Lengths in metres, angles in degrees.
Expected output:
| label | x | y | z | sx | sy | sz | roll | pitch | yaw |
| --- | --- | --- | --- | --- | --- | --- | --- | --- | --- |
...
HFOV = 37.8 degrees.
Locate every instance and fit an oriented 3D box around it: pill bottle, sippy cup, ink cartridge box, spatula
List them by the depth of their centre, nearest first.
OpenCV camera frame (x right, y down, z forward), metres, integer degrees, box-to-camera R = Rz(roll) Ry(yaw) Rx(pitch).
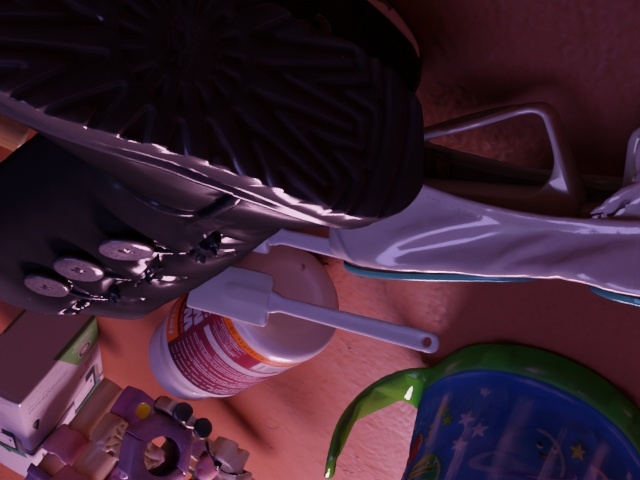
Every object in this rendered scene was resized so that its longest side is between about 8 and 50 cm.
| label | x | y | z | sx | sy | sz | roll | pitch | yaw |
| --- | --- | --- | --- | --- | --- | --- | --- | --- | --- |
| spatula | 0.000 | 0.000 | 0.799 | 0.242 | 0.168 | 0.019 | 11 | 177 | 25 |
| sippy cup | 0.164 | 0.252 | 0.851 | 0.305 | 0.224 | 0.240 | -6 | 126 | 41 |
| pill bottle | -0.087 | 0.091 | 0.952 | 0.121 | 0.121 | 0.221 | 44 | 141 | -11 |
| ink cartridge box | -0.372 | 0.198 | 1.246 | 0.092 | 0.160 | 0.219 | 25 | 142 | 14 |

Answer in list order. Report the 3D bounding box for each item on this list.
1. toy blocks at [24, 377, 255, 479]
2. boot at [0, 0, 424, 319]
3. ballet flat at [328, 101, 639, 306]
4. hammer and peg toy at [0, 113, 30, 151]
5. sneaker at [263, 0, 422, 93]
| label | x | y | z | sx | sy | sz | roll | pitch | yaw |
| --- | --- | --- | --- | --- | --- | --- | --- | --- | --- |
| toy blocks | -0.210 | 0.355 | 1.132 | 0.288 | 0.260 | 0.309 | 45 | 157 | -22 |
| boot | -0.198 | -0.068 | 0.679 | 0.367 | 0.146 | 0.445 | 30 | 156 | -25 |
| ballet flat | 0.181 | -0.027 | 0.634 | 0.400 | 0.139 | 0.139 | 6 | 133 | 28 |
| hammer and peg toy | -0.442 | 0.022 | 0.963 | 0.127 | 0.361 | 0.266 | 27 | 147 | -22 |
| sneaker | -0.068 | -0.155 | 0.678 | 0.283 | 0.124 | 0.107 | 31 | 142 | 6 |
